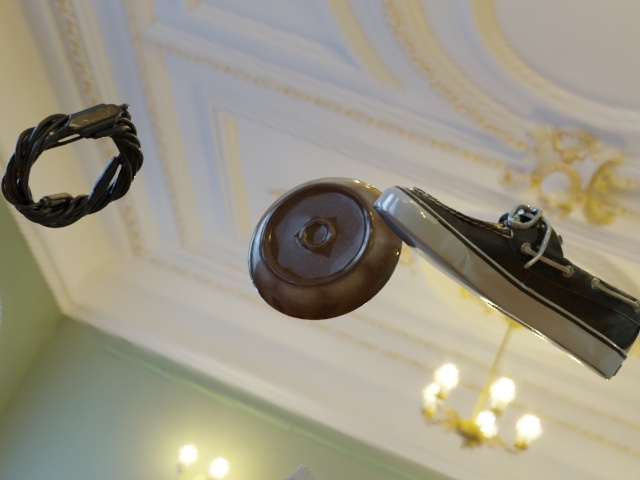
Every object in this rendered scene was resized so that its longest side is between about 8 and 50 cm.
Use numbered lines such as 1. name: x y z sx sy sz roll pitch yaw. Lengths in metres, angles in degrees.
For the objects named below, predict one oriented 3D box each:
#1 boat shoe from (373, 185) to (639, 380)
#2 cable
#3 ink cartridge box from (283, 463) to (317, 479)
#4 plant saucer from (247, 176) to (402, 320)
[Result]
1. boat shoe: 0.196 0.018 1.155 0.306 0.105 0.113 33 -2 -8
2. cable: -0.293 -0.084 1.374 0.047 0.184 0.151 39 -39 29
3. ink cartridge box: -0.056 0.342 1.343 0.063 0.150 0.109 44 -24 21
4. plant saucer: 0.000 0.000 1.419 0.198 0.199 0.036 14 -22 24
